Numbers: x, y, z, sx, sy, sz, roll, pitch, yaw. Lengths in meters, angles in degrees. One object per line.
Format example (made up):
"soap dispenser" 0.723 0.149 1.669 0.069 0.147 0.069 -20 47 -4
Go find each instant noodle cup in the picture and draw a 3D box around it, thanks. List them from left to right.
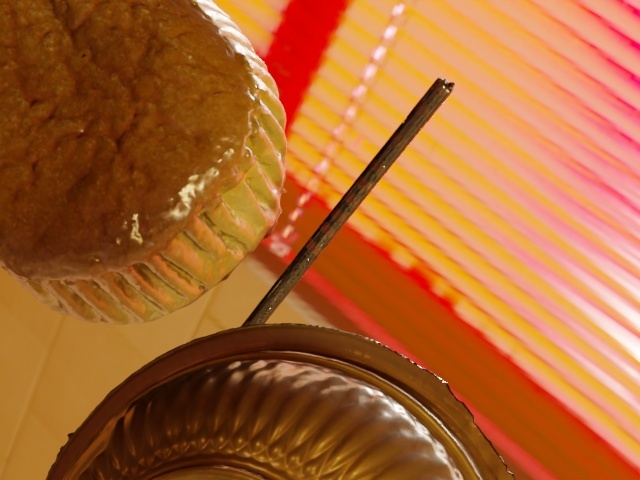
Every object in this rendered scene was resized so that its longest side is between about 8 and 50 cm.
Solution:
"instant noodle cup" -0.038 0.164 0.546 0.274 0.274 0.091 44 -178 22

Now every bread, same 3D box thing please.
"bread" -0.148 -0.079 0.834 0.253 0.227 0.142 53 180 19

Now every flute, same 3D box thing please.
"flute" 0.000 0.000 0.799 0.014 0.269 0.014 31 -156 -16
